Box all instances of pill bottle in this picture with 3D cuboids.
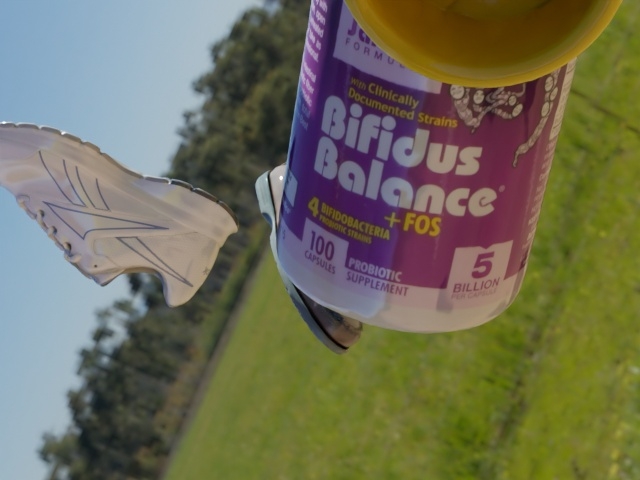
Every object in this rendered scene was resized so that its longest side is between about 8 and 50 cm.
[{"bbox_3d":[0.072,-0.108,0.950,0.169,0.169,0.301,-75,-6,-62],"label":"pill bottle"}]

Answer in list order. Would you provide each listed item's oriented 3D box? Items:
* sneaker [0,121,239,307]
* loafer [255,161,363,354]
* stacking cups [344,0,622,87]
[{"bbox_3d":[-0.234,-0.030,1.531,0.111,0.297,0.129,161,131,-80],"label":"sneaker"},{"bbox_3d":[0.000,0.000,1.591,0.084,0.096,0.267,-37,42,15],"label":"loafer"},{"bbox_3d":[0.072,-0.169,0.599,0.316,0.096,0.096,-74,9,-58],"label":"stacking cups"}]
